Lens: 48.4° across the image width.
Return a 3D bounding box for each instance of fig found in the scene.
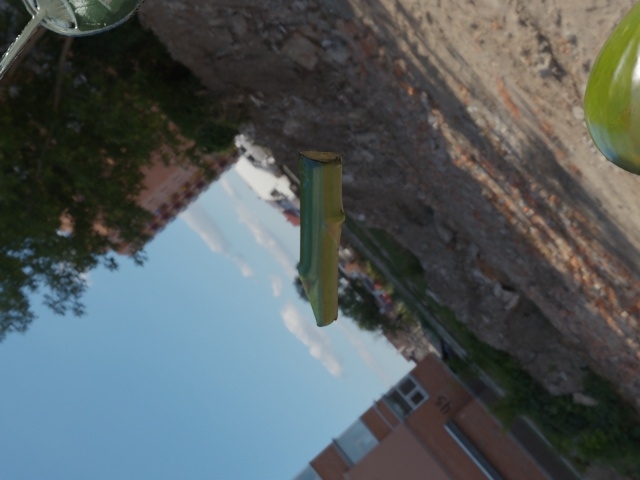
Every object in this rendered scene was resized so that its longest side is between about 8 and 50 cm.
[{"bbox_3d":[0.491,-0.217,0.870,0.316,0.316,0.316,48,-179,-1],"label":"fig"}]

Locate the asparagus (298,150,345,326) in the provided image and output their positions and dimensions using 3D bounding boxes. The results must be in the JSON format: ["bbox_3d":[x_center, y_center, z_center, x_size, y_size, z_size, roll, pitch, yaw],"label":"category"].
[{"bbox_3d":[0.000,0.000,0.690,0.041,0.045,0.178,-105,14,-66],"label":"asparagus"}]

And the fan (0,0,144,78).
[{"bbox_3d":[-0.359,-0.367,0.968,0.012,0.294,0.223,14,-125,-76],"label":"fan"}]
